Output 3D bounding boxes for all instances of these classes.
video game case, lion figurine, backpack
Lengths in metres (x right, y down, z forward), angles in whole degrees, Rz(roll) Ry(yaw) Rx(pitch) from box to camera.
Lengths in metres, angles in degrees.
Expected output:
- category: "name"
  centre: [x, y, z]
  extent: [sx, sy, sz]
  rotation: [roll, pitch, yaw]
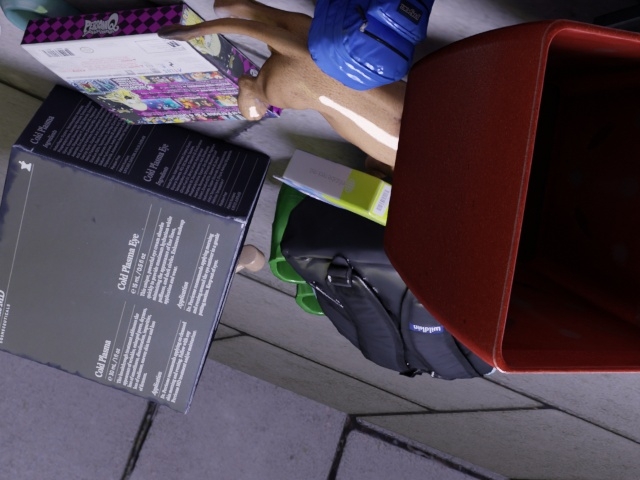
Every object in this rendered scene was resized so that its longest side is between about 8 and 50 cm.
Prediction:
- category: "video game case"
  centre: [-0.191, -0.197, 1.710]
  extent: [0.232, 0.042, 0.210]
  rotation: [0, 158, 33]
- category: "lion figurine"
  centre: [0.047, -0.137, 1.468]
  extent: [0.392, 0.142, 0.240]
  rotation: [17, -179, -25]
- category: "backpack"
  centre: [0.132, 0.051, 1.898]
  extent: [0.290, 0.273, 0.356]
  rotation: [2, 140, 18]
- category: "backpack"
  centre: [0.046, -0.199, 1.313]
  extent: [0.098, 0.120, 0.101]
  rotation: [27, 163, -28]

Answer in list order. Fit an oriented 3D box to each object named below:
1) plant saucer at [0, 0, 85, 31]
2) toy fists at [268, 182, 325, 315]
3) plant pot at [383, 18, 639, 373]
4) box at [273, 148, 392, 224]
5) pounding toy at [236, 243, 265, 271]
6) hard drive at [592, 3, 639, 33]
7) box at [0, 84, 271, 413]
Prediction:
- category: "plant saucer"
  centre: [-0.324, -0.258, 1.733]
  extent: [0.119, 0.021, 0.119]
  rotation: [17, 164, 5]
- category: "toy fists"
  centre: [0.000, 0.000, 2.046]
  extent: [0.096, 0.142, 0.279]
  rotation: [-2, 160, 14]
- category: "plant pot"
  centre: [0.198, -0.046, 1.260]
  extent: [0.267, 0.267, 0.235]
  rotation: [3, -171, -33]
- category: "box"
  centre: [0.041, -0.049, 1.590]
  extent: [0.109, 0.042, 0.178]
  rotation: [25, 180, -39]
- category: "pounding toy"
  centre: [-0.185, -0.007, 2.151]
  extent: [0.206, 0.181, 0.094]
  rotation: [13, 164, 20]
- category: "hard drive"
  centre: [0.310, -0.176, 1.269]
  extent: [0.094, 0.022, 0.135]
  rotation: [26, 163, -27]
- category: "box"
  centre: [-0.269, 0.013, 2.010]
  extent: [0.312, 0.179, 0.343]
  rotation: [19, 124, -2]
